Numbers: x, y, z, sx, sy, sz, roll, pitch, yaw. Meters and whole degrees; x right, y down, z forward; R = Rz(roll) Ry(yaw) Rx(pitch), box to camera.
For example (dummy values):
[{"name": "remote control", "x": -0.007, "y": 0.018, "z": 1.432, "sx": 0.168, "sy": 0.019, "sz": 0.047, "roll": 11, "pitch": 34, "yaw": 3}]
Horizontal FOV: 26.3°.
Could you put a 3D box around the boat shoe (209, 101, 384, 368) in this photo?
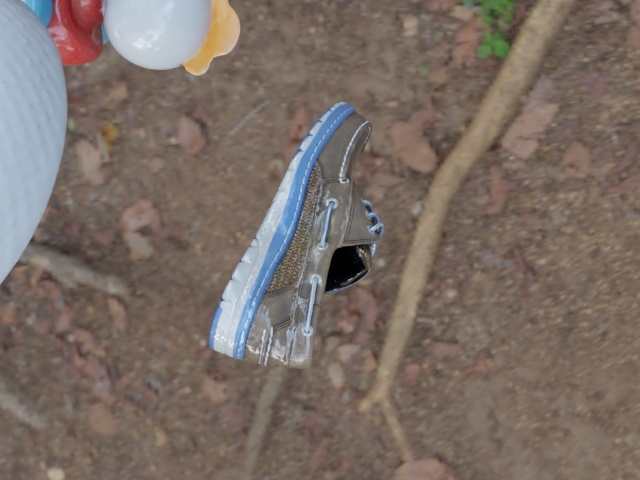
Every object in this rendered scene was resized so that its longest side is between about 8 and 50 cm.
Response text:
[{"name": "boat shoe", "x": 0.000, "y": 0.000, "z": 0.799, "sx": 0.066, "sy": 0.183, "sz": 0.066, "roll": 22, "pitch": 151, "yaw": 6}]

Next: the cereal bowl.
[{"name": "cereal bowl", "x": -0.369, "y": -0.080, "z": 1.063, "sx": 0.339, "sy": 0.141, "sz": 0.339, "roll": -13, "pitch": 64, "yaw": 29}]

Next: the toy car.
[{"name": "toy car", "x": -0.182, "y": -0.258, "z": 1.368, "sx": 0.238, "sy": 0.219, "sz": 0.210, "roll": 18, "pitch": 98, "yaw": 10}]
